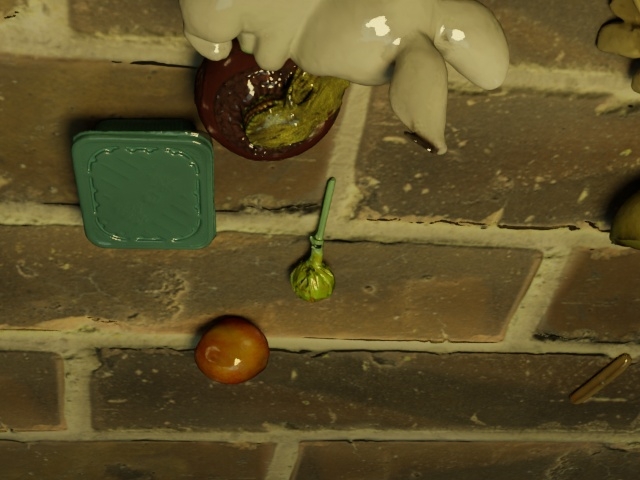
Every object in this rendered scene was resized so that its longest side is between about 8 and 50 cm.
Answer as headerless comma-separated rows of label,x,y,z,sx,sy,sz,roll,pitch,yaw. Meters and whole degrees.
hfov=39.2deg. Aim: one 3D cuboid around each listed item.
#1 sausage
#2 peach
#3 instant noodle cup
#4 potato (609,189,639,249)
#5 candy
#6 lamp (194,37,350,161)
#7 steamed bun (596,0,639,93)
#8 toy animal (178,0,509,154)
sausage,0.461,0.229,1.474,0.024,0.024,0.132,20,131,-25
peach,-0.123,0.160,1.271,0.100,0.101,0.101,-4,136,-4
instant noodle cup,-0.201,-0.072,1.047,0.157,0.070,0.179,0,136,-6
potato,0.500,-0.025,1.155,0.271,0.160,0.111,10,91,-20
candy,0.000,0.000,1.170,0.062,0.058,0.194,22,126,16
lamp,-0.053,-0.148,0.941,0.156,0.135,0.157,11,135,-17
steamed bun,0.429,-0.201,0.896,0.428,0.189,0.247,30,123,-7
toy animal,0.012,-0.216,0.818,0.325,0.208,0.154,35,146,10
